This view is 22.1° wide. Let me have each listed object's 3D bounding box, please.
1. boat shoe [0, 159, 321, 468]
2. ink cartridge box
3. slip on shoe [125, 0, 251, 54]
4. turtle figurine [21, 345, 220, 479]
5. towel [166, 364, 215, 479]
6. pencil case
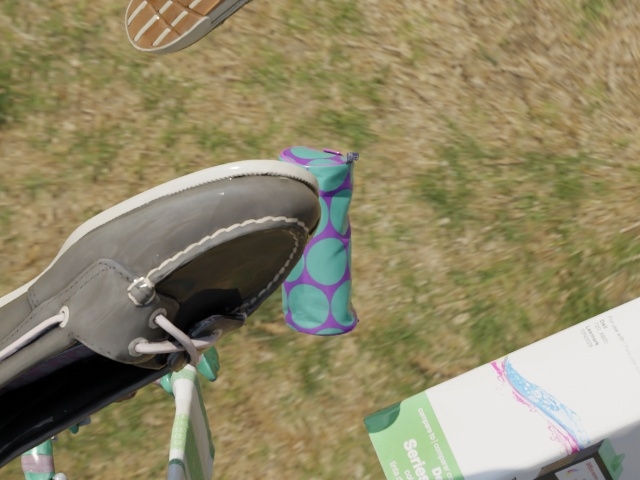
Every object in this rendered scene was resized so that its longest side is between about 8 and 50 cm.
[{"bbox_3d":[-0.130,0.065,0.886,0.335,0.112,0.095,-26,62,27],"label":"boat shoe"},{"bbox_3d":[0.203,0.196,1.493,0.278,0.201,0.117,-23,52,1],"label":"ink cartridge box"},{"bbox_3d":[-0.057,-0.150,0.953,0.135,0.041,0.051,-36,67,31],"label":"slip on shoe"},{"bbox_3d":[-0.201,0.131,1.278,0.234,0.175,0.118,-25,111,17],"label":"turtle figurine"},{"bbox_3d":[-0.095,0.174,1.098,0.023,0.113,0.152,0,50,6],"label":"towel"},{"bbox_3d":[0.000,0.000,1.344,0.064,0.070,0.151,10,105,42],"label":"pencil case"}]
